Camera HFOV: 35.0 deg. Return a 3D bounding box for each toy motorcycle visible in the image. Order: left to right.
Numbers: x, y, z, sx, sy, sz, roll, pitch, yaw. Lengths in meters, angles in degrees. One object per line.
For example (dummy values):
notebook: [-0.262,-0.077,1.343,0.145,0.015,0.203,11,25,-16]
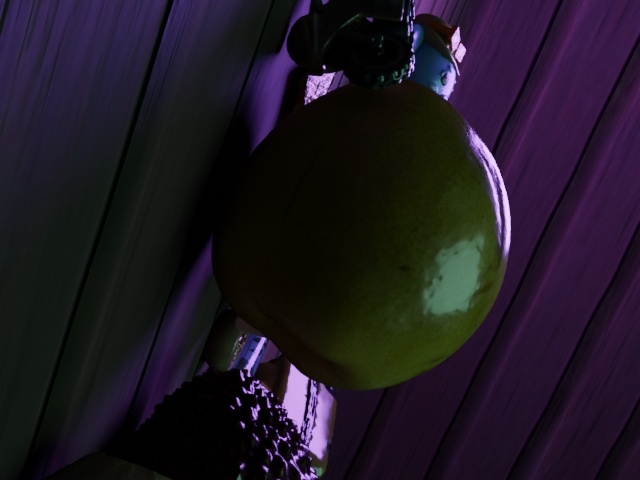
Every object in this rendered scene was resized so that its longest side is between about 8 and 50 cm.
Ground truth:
toy motorcycle: [0.039,-0.236,1.038,0.094,0.129,0.229,76,19,-46]

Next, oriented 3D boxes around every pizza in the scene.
pizza: [-0.011,-0.178,1.156,0.123,0.026,0.108,-62,170,-8]

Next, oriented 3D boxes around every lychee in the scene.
lychee: [-0.113,0.267,1.094,0.271,0.271,0.271,24,90,-83]

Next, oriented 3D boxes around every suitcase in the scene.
suitcase: [-0.088,0.275,1.478,0.194,0.143,0.235,-36,-161,23]

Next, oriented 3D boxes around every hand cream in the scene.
hand cream: [-0.103,0.148,1.483,0.091,0.058,0.271,-56,-176,34]

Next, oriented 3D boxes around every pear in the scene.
pear: [0.049,-0.004,1.047,0.314,0.314,0.314,24,90,-83]

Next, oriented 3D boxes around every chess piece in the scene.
chess piece: [-0.121,0.130,1.329,0.083,0.038,0.084,25,90,-85]

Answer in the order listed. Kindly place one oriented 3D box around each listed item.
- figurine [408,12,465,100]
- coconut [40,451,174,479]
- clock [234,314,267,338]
figurine: [0.132,-0.226,1.589,0.180,0.154,0.262,15,101,-40]
coconut: [-0.175,0.300,0.830,0.237,0.197,0.237,23,90,-88]
clock: [-0.055,0.026,1.306,0.162,0.092,0.166,-73,-179,-59]
